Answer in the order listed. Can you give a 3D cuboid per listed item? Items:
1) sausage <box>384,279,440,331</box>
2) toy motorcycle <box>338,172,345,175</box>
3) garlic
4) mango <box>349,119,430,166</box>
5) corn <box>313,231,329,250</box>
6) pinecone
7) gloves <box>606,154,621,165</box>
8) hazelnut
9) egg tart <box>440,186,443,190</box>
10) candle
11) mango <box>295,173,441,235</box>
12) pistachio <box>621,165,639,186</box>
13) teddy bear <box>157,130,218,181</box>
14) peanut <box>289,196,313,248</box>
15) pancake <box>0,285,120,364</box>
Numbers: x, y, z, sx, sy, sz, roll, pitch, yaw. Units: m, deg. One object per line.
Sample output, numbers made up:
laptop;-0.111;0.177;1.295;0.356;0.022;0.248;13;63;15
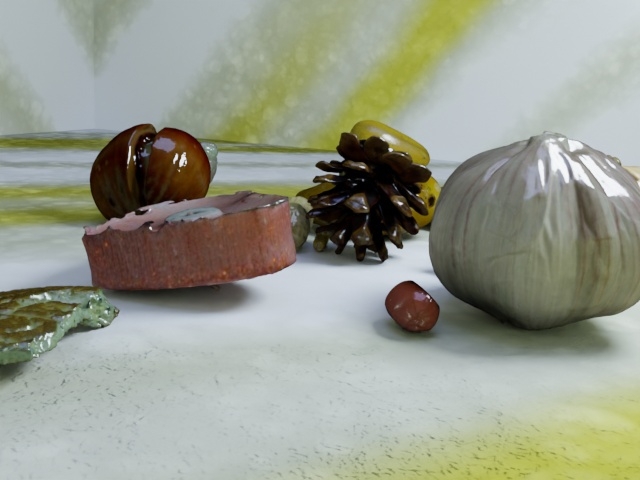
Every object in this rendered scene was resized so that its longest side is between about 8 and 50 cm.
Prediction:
sausage;0.116;0.087;0.968;0.054;0.059;0.094;-42;18;-1
toy motorcycle;0.114;-0.120;1.753;0.275;0.127;0.205;1;15;-24
garlic;0.291;-0.019;1.031;0.317;0.260;0.317;7;15;-2
mango;0.156;-0.207;1.712;0.195;0.098;0.137;21;8;-5
corn;0.000;0.000;1.400;0.028;0.027;0.083;25;14;1
pinecone;0.082;-0.066;1.324;0.201;0.229;0.202;-47;47;-12
gloves;0.763;-0.101;1.801;0.331;0.141;0.154;8;35;-28
hazelnut;-0.346;-0.120;1.516;0.251;0.217;0.217;-3;10;19
egg tart;0.296;-0.081;1.663;0.191;0.074;0.191;-4;-4;0
candle;-0.192;0.012;1.094;0.287;0.132;0.317;-12;9;-30
mango;0.090;-0.084;1.540;0.316;0.146;0.193;1;14;19
pistachio;0.618;-0.066;1.565;0.187;0.188;0.299;0;7;-15
teddy bear;-0.372;-0.194;1.919;0.235;0.151;0.267;-3;17;-33
peanut;-0.053;-0.033;1.414;0.082;0.082;0.187;4;13;2
pancake;-0.361;0.106;0.790;0.197;0.054;0.376;11;17;39
